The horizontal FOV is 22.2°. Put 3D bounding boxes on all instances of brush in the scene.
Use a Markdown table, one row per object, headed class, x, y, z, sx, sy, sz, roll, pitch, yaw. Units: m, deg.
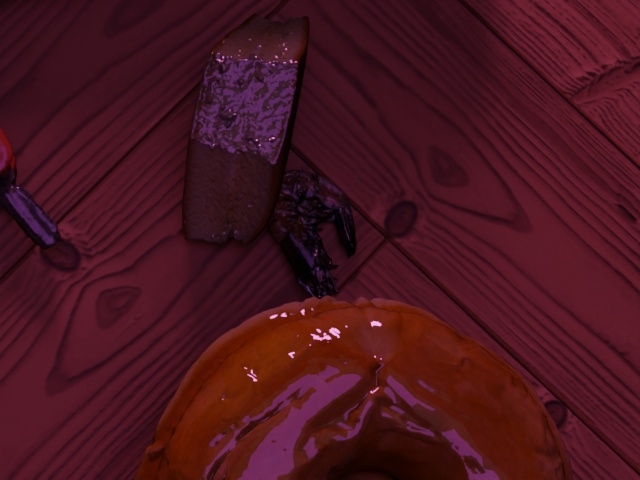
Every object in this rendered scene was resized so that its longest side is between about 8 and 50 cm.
| class | x | y | z | sx | sy | sz | roll | pitch | yaw |
| --- | --- | --- | --- | --- | --- | --- | --- | --- | --- |
| brush | -0.361 | -0.120 | 1.606 | 0.070 | 0.051 | 0.323 | -40 | 87 | -18 |

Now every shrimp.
| class | x | y | z | sx | sy | sz | roll | pitch | yaw |
| --- | --- | --- | --- | --- | --- | --- | --- | --- | --- |
| shrimp | 0.000 | 0.000 | 1.651 | 0.091 | 0.034 | 0.161 | -21 | 80 | -13 |

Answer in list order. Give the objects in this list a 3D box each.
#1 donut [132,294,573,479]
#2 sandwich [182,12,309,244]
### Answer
| class | x | y | z | sx | sy | sz | roll | pitch | yaw |
| --- | --- | --- | --- | --- | --- | --- | --- | --- | --- |
| donut | 0.032 | 0.270 | 1.516 | 0.449 | 0.198 | 0.449 | 2 | 79 | -11 |
| sandwich | -0.073 | -0.123 | 1.629 | 0.094 | 0.096 | 0.258 | 11 | 76 | 4 |
